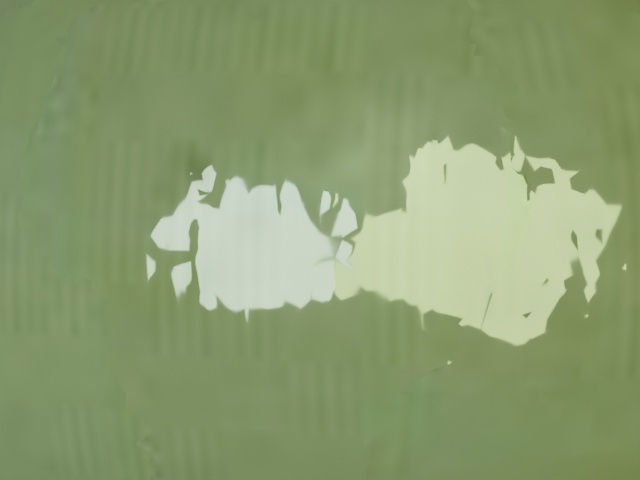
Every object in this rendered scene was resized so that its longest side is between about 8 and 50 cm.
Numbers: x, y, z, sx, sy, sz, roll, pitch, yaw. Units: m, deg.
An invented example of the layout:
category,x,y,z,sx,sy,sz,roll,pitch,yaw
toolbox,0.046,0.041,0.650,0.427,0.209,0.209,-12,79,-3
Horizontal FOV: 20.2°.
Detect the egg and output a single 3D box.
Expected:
category,x,y,z,sx,sy,sz,roll,pitch,yaw
egg,0.000,0.000,0.414,0.295,0.218,0.218,-5,94,12
